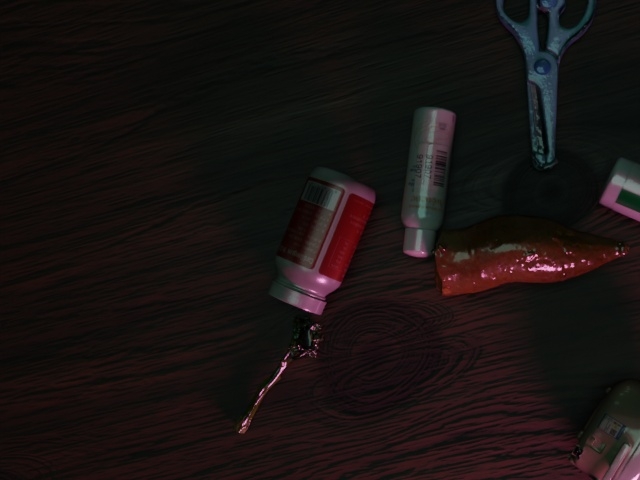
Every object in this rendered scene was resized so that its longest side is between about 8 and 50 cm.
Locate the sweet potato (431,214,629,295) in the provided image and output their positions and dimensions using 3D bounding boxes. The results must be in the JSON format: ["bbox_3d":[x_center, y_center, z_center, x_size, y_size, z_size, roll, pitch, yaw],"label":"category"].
[{"bbox_3d":[0.359,0.014,1.624,0.337,0.131,0.131,-9,83,10],"label":"sweet potato"}]

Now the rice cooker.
[{"bbox_3d":[0.502,0.328,1.553,0.127,0.145,0.206,35,95,25],"label":"rice cooker"}]

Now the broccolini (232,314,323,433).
[{"bbox_3d":[-0.077,0.252,1.740,0.058,0.071,0.254,29,99,-28],"label":"broccolini"}]

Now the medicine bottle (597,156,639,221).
[{"bbox_3d":[0.611,-0.053,1.593,0.260,0.095,0.095,26,90,14],"label":"medicine bottle"}]

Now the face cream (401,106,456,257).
[{"bbox_3d":[0.192,-0.103,1.690,0.082,0.082,0.269,6,85,12],"label":"face cream"}]

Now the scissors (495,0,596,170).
[{"bbox_3d":[0.408,-0.318,1.692,0.180,0.032,0.392,0,83,11],"label":"scissors"}]

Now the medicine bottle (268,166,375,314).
[{"bbox_3d":[0.000,0.000,1.693,0.131,0.131,0.250,22,90,13],"label":"medicine bottle"}]
